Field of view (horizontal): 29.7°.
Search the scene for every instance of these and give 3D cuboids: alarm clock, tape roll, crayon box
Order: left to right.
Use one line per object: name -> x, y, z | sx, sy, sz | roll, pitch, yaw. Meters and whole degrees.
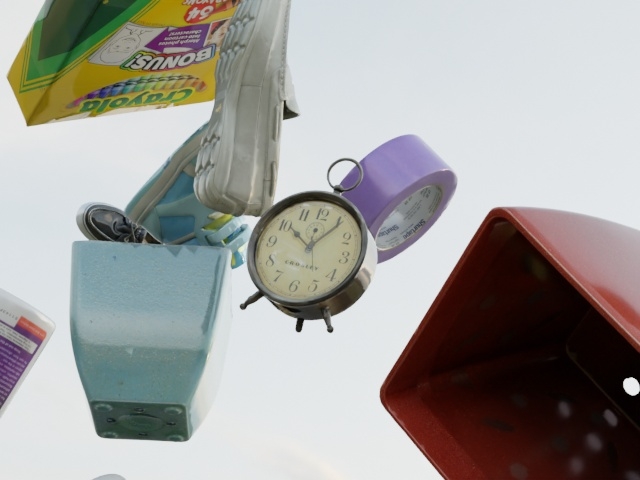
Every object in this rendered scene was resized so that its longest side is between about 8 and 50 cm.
crayon box -> -0.257, -0.320, 1.854 | 0.363, 0.106, 0.313 | -14, -22, -40
alarm clock -> 0.000, 0.000, 1.248 | 0.129, 0.192, 0.064 | 14, -17, 25
tape roll -> 0.104, -0.058, 1.751 | 0.080, 0.189, 0.189 | 47, -14, 23

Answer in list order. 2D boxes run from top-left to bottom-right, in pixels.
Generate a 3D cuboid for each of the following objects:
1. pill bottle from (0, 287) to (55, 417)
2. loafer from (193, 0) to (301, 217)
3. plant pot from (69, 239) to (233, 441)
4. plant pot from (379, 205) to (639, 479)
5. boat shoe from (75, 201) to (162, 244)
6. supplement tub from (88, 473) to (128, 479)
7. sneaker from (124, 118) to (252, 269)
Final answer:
pill bottle -> -0.383, 0.147, 1.315 | 0.108, 0.193, 0.108 | 28, -14, 8
loafer -> -0.080, -0.186, 1.574 | 0.111, 0.319, 0.112 | 15, -5, -25
plant pot -> -0.269, 0.174, 1.888 | 0.248, 0.252, 0.247 | 3, -32, -2
plant pot -> 0.264, 0.130, 1.153 | 0.236, 0.267, 0.267 | -13, -38, -43
boat shoe -> -0.339, -0.004, 2.198 | 0.076, 0.080, 0.228 | 0, -29, 45
supplement tub -> -0.256, 0.499, 1.593 | 0.325, 0.235, 0.235 | 46, -19, 15
sneaker -> -0.157, -0.073, 1.938 | 0.208, 0.127, 0.319 | 46, -49, -4
